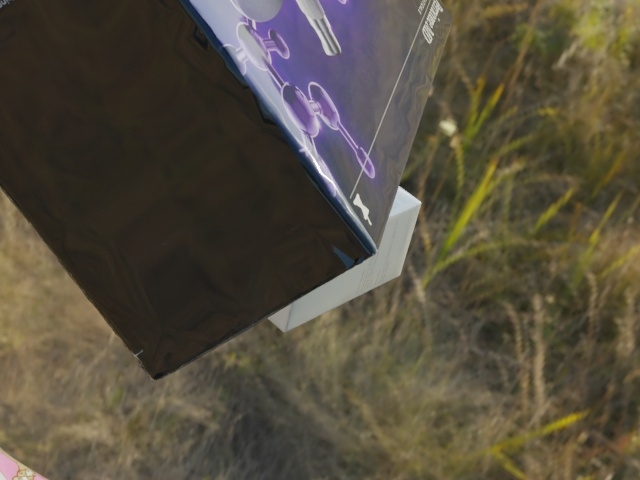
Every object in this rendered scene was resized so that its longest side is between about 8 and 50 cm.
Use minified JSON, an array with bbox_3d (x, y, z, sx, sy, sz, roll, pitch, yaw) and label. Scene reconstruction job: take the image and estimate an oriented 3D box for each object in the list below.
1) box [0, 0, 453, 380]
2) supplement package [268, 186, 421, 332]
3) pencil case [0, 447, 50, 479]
[{"bbox_3d":[-0.048,-0.096,0.564,0.184,0.103,0.261,56,22,-16],"label":"box"},{"bbox_3d":[0.000,0.000,1.515,0.105,0.105,0.179,38,41,28],"label":"supplement package"},{"bbox_3d":[-0.341,0.081,0.932,0.386,0.167,0.160,49,53,-4],"label":"pencil case"}]
